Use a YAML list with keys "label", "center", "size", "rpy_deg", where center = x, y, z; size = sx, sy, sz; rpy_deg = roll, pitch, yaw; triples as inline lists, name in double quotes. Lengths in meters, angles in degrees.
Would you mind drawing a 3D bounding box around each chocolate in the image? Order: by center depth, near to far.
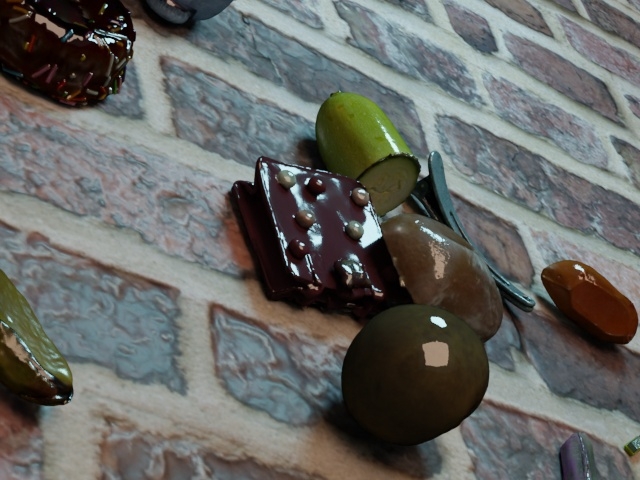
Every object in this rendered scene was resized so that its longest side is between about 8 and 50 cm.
- label: "chocolate"
  center: [0.179, 0.042, 1.724]
  size: [0.261, 0.083, 0.161]
  rpy_deg: [28, 33, -58]

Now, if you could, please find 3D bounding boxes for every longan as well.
- label: "longan"
  center: [0.110, 0.155, 1.491]
  size: [0.187, 0.167, 0.167]
  rpy_deg: [24, 34, -49]

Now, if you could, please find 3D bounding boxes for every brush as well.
- label: "brush"
  center: [0.462, 0.287, 1.863]
  size: [0.019, 0.021, 0.083]
  rpy_deg: [50, 31, 18]

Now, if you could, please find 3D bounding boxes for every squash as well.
- label: "squash"
  center: [0.053, -0.137, 1.840]
  size: [0.123, 0.123, 0.187]
  rpy_deg: [6, 44, -45]

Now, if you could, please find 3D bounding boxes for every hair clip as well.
- label: "hair clip"
  center: [0.221, 0.000, 1.920]
  size: [0.275, 0.083, 0.048]
  rpy_deg: [54, 27, 6]

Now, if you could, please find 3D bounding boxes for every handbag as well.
- label: "handbag"
  center: [0.002, -0.002, 1.656]
  size: [0.203, 0.074, 0.216]
  rpy_deg: [13, 42, -38]

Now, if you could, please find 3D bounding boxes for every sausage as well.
- label: "sausage"
  center: [0.418, 0.095, 1.989]
  size: [0.179, 0.089, 0.089]
  rpy_deg: [34, 32, -18]

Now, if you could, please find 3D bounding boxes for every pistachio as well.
- label: "pistachio"
  center: [-0.297, 0.093, 1.226]
  size: [0.173, 0.049, 0.089]
  rpy_deg: [53, 8, 21]

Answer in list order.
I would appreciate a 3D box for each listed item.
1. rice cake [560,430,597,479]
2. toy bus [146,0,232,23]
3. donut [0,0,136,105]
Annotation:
- label: "rice cake"
  center: [0.332, 0.324, 1.652]
  size: [0.036, 0.047, 0.207]
  rpy_deg: [46, 29, -24]
- label: "toy bus"
  center: [-0.225, -0.470, 1.882]
  size: [0.294, 0.197, 0.232]
  rpy_deg: [30, 23, -16]
- label: "donut"
  center: [-0.328, -0.276, 1.612]
  size: [0.235, 0.089, 0.235]
  rpy_deg: [29, 31, -20]
